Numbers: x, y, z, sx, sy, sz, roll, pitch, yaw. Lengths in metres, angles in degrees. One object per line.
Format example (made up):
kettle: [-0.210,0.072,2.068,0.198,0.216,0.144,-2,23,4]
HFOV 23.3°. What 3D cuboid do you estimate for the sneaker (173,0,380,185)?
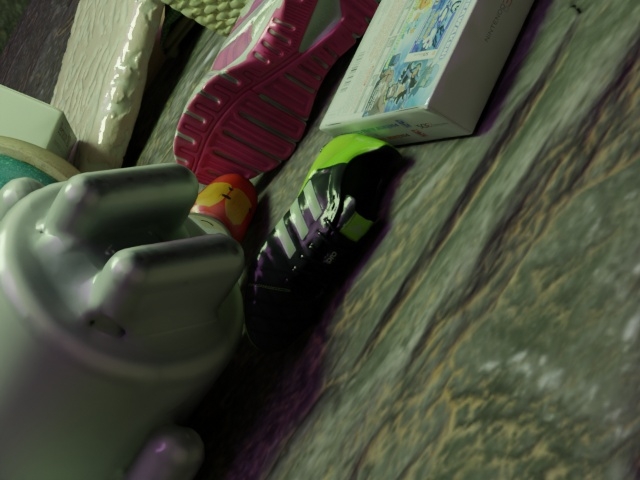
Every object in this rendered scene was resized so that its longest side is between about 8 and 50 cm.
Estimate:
sneaker: [-0.041,-0.158,1.403,0.252,0.103,0.111,-50,17,9]

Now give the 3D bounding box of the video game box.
video game box: [0.094,-0.168,1.150,0.205,0.048,0.187,-64,18,-11]

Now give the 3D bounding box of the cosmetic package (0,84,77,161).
cosmetic package: [-0.426,0.002,1.800,0.197,0.155,0.365,125,168,-84]

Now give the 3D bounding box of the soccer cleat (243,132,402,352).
soccer cleat: [0.000,0.000,1.130,0.072,0.060,0.179,6,67,55]

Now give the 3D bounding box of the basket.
basket: [-0.095,-0.309,1.706,0.167,0.113,0.103,-26,41,58]

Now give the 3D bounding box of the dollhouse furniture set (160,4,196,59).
dollhouse furniture set: [-0.160,-0.410,1.942,0.301,0.151,0.197,-47,24,33]

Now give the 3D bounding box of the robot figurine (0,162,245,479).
robot figurine: [-0.191,0.094,1.212,0.353,0.200,0.300,-54,56,39]

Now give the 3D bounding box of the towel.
towel: [-0.291,-0.177,2.000,0.317,0.053,0.332,-1,74,67]

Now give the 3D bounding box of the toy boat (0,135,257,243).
toy boat: [-0.207,0.019,1.373,0.318,0.267,0.148,-16,21,23]
